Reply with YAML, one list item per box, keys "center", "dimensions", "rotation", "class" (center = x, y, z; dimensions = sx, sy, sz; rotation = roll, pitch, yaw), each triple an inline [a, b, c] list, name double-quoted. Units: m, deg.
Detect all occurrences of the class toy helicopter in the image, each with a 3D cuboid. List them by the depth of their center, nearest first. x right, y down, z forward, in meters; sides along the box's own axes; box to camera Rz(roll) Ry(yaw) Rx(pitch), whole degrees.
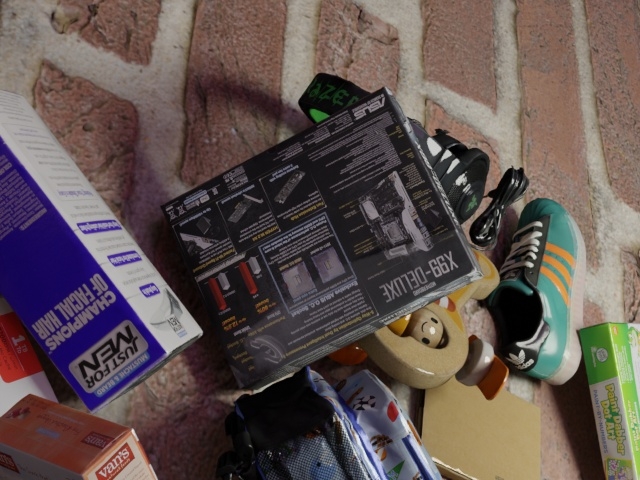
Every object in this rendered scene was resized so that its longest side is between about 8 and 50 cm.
- center: [0.165, 0.093, 1.557]
  dimensions: [0.235, 0.140, 0.355]
  rotation: [40, 31, 11]
  class: "toy helicopter"

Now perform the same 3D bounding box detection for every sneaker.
- center: [0.309, 0.054, 1.728]
  dimensions: [0.121, 0.108, 0.302]
  rotation: [25, 51, -30]
  class: "sneaker"

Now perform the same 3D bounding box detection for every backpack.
- center: [0.022, 0.273, 1.255]
  dimensions: [0.213, 0.276, 0.264]
  rotation: [-20, 94, 0]
  class: "backpack"

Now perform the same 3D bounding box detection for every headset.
- center: [0.142, -0.113, 1.606]
  dimensions: [0.185, 0.243, 0.394]
  rotation: [-54, 131, -4]
  class: "headset"

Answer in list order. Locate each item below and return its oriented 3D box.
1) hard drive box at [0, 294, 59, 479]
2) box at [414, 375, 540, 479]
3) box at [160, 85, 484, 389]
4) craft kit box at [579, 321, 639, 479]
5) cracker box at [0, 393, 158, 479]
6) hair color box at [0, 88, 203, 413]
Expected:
- center: [-0.373, 0.172, 1.115]
  dimensions: [0.232, 0.089, 0.181]
  rotation: [-19, 76, -45]
  class: "hard drive box"
- center: [0.211, 0.254, 1.579]
  dimensions: [0.201, 0.021, 0.164]
  rotation: [28, 46, -21]
  class: "box"
- center: [0.000, 0.000, 1.386]
  dimensions: [0.243, 0.307, 0.076]
  rotation: [64, 9, 14]
  class: "box"
- center: [0.481, 0.245, 1.722]
  dimensions: [0.246, 0.061, 0.250]
  rotation: [7, 71, -48]
  class: "craft kit box"
- center: [-0.196, 0.259, 1.077]
  dimensions: [0.067, 0.155, 0.232]
  rotation: [-42, 126, -35]
  class: "cracker box"
- center: [-0.276, 0.003, 1.232]
  dimensions: [0.339, 0.110, 0.185]
  rotation: [51, 5, 2]
  class: "hair color box"
